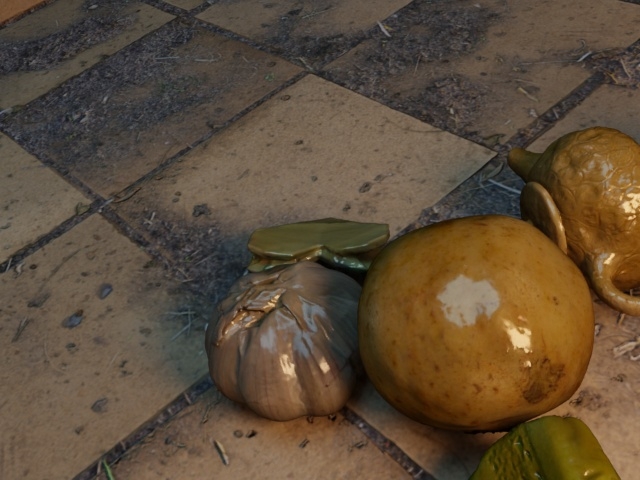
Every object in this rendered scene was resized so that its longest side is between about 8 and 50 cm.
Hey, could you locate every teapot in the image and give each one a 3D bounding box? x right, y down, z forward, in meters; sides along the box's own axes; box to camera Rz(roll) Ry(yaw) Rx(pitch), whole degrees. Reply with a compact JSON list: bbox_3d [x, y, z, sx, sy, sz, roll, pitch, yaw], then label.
[{"bbox_3d":[0.318,-0.020,0.959,0.167,0.203,0.311,-18,45,-3],"label":"teapot"}]

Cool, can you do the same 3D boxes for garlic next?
[{"bbox_3d":[-0.041,0.114,0.977,0.228,0.152,0.228,-7,37,5],"label":"garlic"}]

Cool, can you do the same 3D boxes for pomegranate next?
[{"bbox_3d":[0.164,0.092,0.862,0.260,0.260,0.260,-10,41,9],"label":"pomegranate"}]

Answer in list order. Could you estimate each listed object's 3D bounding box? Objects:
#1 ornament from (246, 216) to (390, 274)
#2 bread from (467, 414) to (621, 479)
[{"bbox_3d":[0.000,0.000,1.142,0.201,0.059,0.180,0,20,5],"label":"ornament"},{"bbox_3d":[0.244,0.327,0.665,0.166,0.112,0.383,-49,33,22],"label":"bread"}]
